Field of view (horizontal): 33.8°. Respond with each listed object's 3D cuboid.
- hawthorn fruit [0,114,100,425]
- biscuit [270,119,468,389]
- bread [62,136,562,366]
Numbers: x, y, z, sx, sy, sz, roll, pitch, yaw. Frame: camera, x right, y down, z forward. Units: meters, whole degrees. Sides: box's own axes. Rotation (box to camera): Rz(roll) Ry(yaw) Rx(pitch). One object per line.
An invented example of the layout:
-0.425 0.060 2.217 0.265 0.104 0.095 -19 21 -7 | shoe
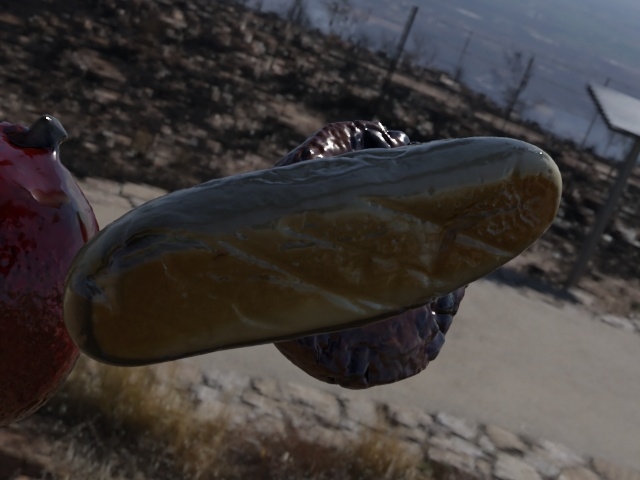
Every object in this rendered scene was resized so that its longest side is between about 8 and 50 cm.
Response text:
-0.203 0.011 0.617 0.169 0.188 0.169 33 -9 6 | hawthorn fruit
0.032 0.010 0.727 0.192 0.192 0.049 6 -9 -36 | biscuit
0.000 0.000 0.426 0.214 0.073 0.053 -14 27 -22 | bread
